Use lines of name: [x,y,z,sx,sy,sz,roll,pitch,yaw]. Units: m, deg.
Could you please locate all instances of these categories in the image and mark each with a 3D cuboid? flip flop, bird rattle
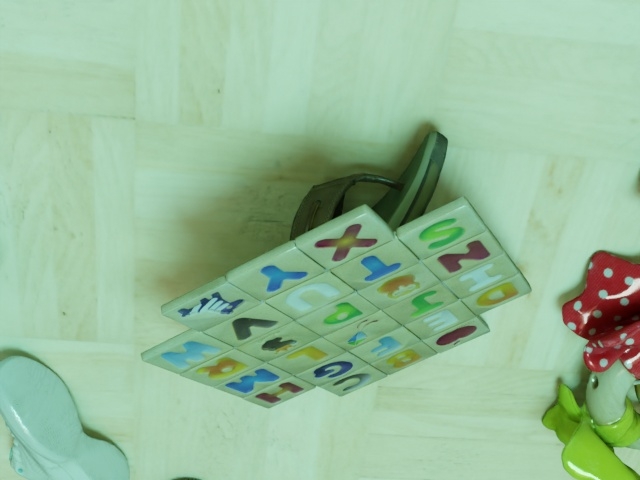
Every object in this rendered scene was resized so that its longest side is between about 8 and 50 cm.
flip flop: [0.000,0.000,0.812,0.080,0.112,0.277,45,119,-12]
bird rattle: [0.321,0.129,0.925,0.207,0.143,0.253,0,113,-17]

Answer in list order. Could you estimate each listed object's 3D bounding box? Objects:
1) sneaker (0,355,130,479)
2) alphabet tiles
sneaker: [-0.287,0.205,0.956,0.094,0.080,0.212,-13,127,21]
alphabet tiles: [0.026,0.068,0.803,0.285,0.011,0.342,-26,153,14]
